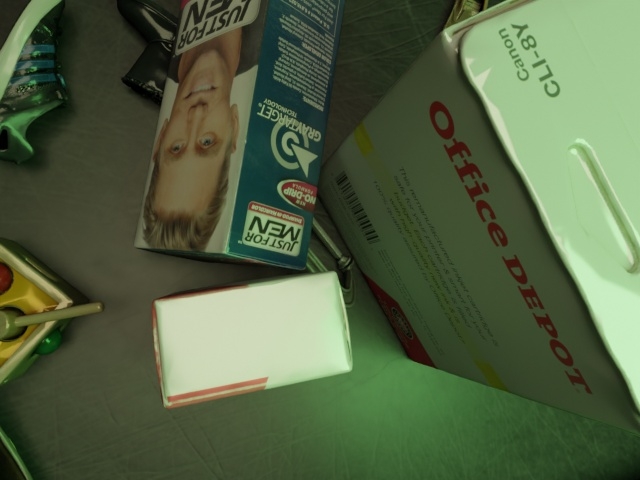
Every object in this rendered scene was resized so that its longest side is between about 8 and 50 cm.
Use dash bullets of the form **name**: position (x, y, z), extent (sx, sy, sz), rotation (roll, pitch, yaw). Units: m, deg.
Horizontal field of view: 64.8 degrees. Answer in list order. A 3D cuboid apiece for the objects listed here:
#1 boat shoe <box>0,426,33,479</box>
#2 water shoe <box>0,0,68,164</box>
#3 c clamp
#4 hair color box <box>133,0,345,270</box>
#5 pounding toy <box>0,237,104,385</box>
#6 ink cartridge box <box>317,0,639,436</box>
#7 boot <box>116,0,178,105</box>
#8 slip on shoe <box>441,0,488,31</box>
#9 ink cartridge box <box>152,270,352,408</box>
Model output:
- **boat shoe**: position (-0.370, 0.158, 0.467), extent (0.091, 0.109, 0.305), rotation (-18, 110, -5)
- **water shoe**: position (-0.323, -0.183, 0.570), extent (0.080, 0.073, 0.203), rotation (29, 78, -35)
- **c clamp**: position (0.000, 0.000, 0.602), extent (0.022, 0.137, 0.160), rotation (-30, 107, 21)
- **hair color box**: position (-0.084, -0.149, 0.543), extent (0.105, 0.174, 0.347), rotation (15, 80, -45)
- **pounding toy**: position (-0.312, 0.073, 0.520), extent (0.141, 0.100, 0.130), rotation (40, 79, -6)
- **ink cartridge box**: position (0.157, -0.015, 0.484), extent (0.160, 0.385, 0.279), rotation (-29, 91, -13)
- **boot**: position (-0.204, -0.225, 0.602), extent (0.121, 0.045, 0.099), rotation (27, 80, -12)
- **slip on shoe**: position (0.203, -0.302, 0.698), extent (0.051, 0.041, 0.135), rotation (23, 80, -9)
- **ink cartridge box**: position (-0.075, 0.086, 0.510), extent (0.159, 0.218, 0.092), rotation (-8, 86, -13)
